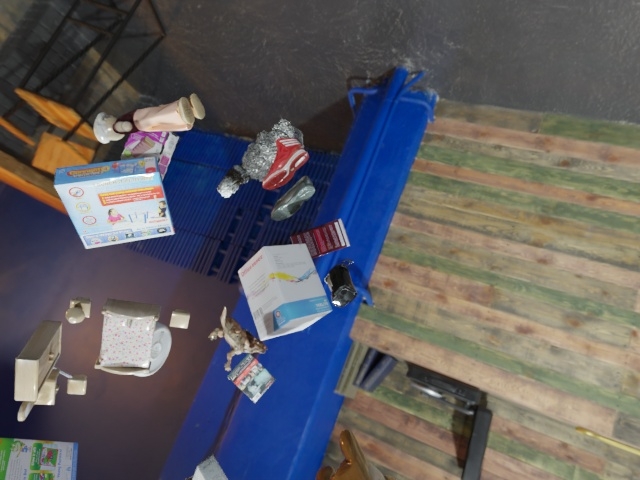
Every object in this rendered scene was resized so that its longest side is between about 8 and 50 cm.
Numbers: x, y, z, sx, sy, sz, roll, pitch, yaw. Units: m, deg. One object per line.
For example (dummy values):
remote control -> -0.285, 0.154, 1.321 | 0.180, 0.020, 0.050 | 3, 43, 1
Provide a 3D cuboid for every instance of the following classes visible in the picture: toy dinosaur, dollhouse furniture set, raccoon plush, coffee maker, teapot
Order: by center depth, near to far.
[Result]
dollhouse furniture set -> -0.543, 0.325, 1.087 | 0.355, 0.304, 0.174 | 10, -160, -17
toy dinosaur -> -0.345, 0.380, 1.729 | 0.200, 0.127, 0.296 | -81, -32, -69
teapot -> -0.789, 0.452, 1.840 | 0.187, 0.252, 0.256 | 13, 120, 16
raccoon plush -> -0.250, -0.354, 1.949 | 0.216, 0.447, 0.299 | 39, 164, -16
coffee maker -> 0.102, 0.201, 2.028 | 0.120, 0.171, 0.178 | 8, -152, -17

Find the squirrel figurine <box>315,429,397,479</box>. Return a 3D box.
squirrel figurine -> 0.043, 0.844, 1.222 | 0.281, 0.370, 0.397 | 49, -171, -21

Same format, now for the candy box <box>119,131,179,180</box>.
candy box -> -0.640, -0.306, 1.563 | 0.159, 0.234, 0.071 | 20, -179, 14

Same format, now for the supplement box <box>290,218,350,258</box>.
supplement box -> 0.000, 0.000, 1.895 | 0.239, 0.130, 0.073 | -18, -178, 6

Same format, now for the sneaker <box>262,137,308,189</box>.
sneaker -> -0.152, -0.301, 1.626 | 0.087, 0.221, 0.128 | 21, -144, -60

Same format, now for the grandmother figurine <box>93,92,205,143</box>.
grandmother figurine -> -0.530, -0.353, 1.264 | 0.342, 0.104, 0.208 | -7, -163, 18

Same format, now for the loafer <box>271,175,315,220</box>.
loafer -> -0.129, -0.189, 1.931 | 0.267, 0.084, 0.096 | -37, 143, 30

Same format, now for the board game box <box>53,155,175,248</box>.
board game box -> -0.684, -0.124, 1.454 | 0.308, 0.086, 0.302 | -10, 141, -16

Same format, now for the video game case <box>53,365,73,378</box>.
video game case -> -1.049, 0.538, 1.736 | 0.122, 0.011, 0.087 | 35, 154, -13

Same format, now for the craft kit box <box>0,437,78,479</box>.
craft kit box -> -0.787, 0.673, 1.146 | 0.060, 0.250, 0.246 | -29, 142, 12

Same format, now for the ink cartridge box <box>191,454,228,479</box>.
ink cartridge box -> -0.302, 0.801, 1.273 | 0.239, 0.060, 0.275 | 47, 137, 22

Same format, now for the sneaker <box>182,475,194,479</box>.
sneaker -> -0.561, 1.007, 1.712 | 0.106, 0.078, 0.234 | -3, 148, -35

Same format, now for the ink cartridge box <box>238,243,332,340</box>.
ink cartridge box -> -0.130, 0.175, 1.502 | 0.197, 0.270, 0.198 | -4, 154, -43

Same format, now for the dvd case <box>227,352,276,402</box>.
dvd case -> -0.190, 0.382, 1.184 | 0.119, 0.087, 0.013 | 51, 159, -22
